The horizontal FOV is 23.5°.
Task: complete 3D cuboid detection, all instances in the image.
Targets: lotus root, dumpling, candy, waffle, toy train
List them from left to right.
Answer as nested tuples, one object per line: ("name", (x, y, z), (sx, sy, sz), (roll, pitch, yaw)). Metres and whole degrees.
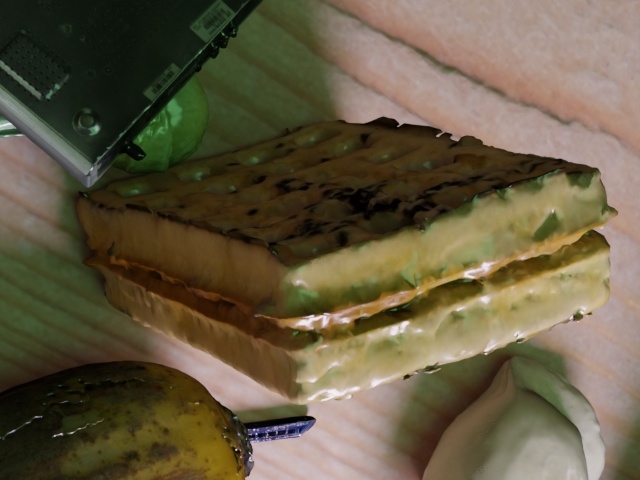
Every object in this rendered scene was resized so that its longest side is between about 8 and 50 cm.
("candy", (-0.246, -0.084, 1.134), (0.335, 0.092, 0.093), (-8, 118, -19))
("lotus root", (-0.232, 0.213, 1.128), (0.397, 0.179, 0.196), (-23, 92, -28))
("toy train", (-0.041, 0.162, 1.308), (0.083, 0.017, 0.017), (-4, 102, -28))
("waffle", (0.000, -0.001, 1.101), (0.261, 0.376, 0.114), (-14, 105, -25))
("dumpling", (0.170, 0.222, 1.374), (0.162, 0.132, 0.250), (42, 62, -18))

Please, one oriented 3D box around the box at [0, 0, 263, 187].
("box", (-0.146, -0.194, 1.123), (0.211, 0.045, 0.270), (41, 74, 3))
